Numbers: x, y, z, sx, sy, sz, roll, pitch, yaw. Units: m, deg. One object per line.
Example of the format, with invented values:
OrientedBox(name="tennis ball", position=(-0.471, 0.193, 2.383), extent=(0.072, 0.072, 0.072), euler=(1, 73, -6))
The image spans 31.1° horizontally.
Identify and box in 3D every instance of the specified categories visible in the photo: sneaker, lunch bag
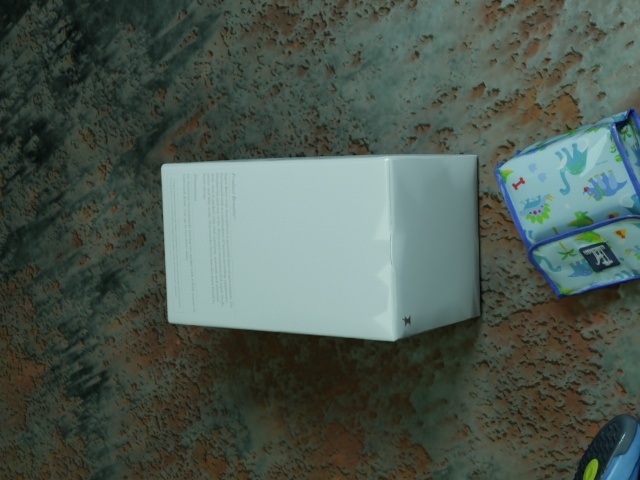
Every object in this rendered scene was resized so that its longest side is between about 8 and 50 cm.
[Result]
OrientedBox(name="sneaker", position=(0.281, 0.270, 1.115), extent=(0.082, 0.069, 0.209), euler=(19, 100, -1))
OrientedBox(name="lunch bag", position=(0.253, -0.028, 1.075), extent=(0.129, 0.096, 0.151), euler=(-19, 99, 34))

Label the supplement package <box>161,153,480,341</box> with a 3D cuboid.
OrientedBox(name="supplement package", position=(0.000, 0.000, 1.207), extent=(0.293, 0.175, 0.177), euler=(2, 96, 36))
